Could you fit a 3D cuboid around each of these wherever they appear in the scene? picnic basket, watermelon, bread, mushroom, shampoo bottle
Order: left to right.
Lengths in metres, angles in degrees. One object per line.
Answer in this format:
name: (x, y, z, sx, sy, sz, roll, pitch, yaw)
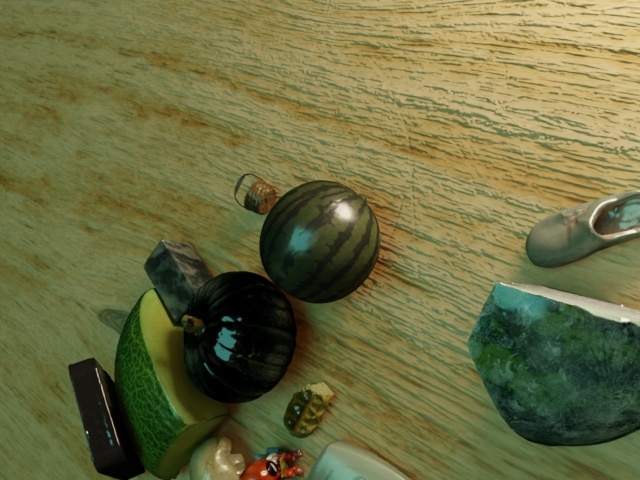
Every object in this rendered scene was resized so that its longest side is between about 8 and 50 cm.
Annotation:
mushroom: (-0.199, 0.455, 1.120, 0.148, 0.112, 0.148, 162, 90, -73)
picnic basket: (-0.137, -0.096, 1.165, 0.083, 0.072, 0.072, 31, 102, 19)
bread: (-0.027, 0.311, 1.057, 0.066, 0.060, 0.110, 28, 103, 3)
watermelon: (0.000, 0.000, 0.984, 0.212, 0.212, 0.212, -4, 82, 33)
shampoo bottle: (0.139, 0.461, 0.916, 0.359, 0.078, 0.134, 30, 98, 33)
watermelon: (0.346, 0.164, 0.800, 0.319, 0.214, 0.290, 0, 123, -3)

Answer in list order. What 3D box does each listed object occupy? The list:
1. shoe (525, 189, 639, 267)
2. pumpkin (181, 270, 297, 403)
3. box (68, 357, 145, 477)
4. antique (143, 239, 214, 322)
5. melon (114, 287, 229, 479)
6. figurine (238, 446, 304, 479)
shoe: (0.381, -0.020, 0.809, 0.195, 0.078, 0.079, -22, 74, 26)
pumpkin: (-0.166, 0.174, 1.076, 0.250, 0.216, 0.250, -32, 46, 40)
box: (-0.435, 0.379, 1.188, 0.211, 0.058, 0.350, 63, 162, 20)
antique: (-0.300, 0.083, 1.245, 0.086, 0.088, 0.183, -49, 61, 19)
melon: (-0.328, 0.279, 1.197, 0.343, 0.226, 0.331, 51, 154, 25)
figurine: (-0.097, 0.420, 1.040, 0.075, 0.140, 0.068, -12, 81, 31)
